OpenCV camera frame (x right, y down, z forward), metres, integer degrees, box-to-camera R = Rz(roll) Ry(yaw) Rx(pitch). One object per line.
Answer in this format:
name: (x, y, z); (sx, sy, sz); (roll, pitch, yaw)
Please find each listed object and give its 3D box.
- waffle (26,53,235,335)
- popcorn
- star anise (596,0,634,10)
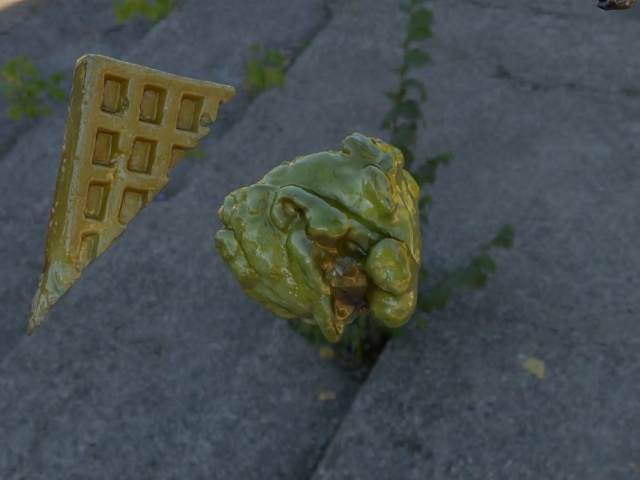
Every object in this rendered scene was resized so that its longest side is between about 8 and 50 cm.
waffle: (-0.126, -0.024, 0.740); (0.125, 0.191, 0.032); (8, 1, -35)
popcorn: (0.000, 0.000, 1.354); (0.250, 0.235, 0.241); (-9, 29, 15)
star anise: (0.362, -0.396, 1.154); (0.148, 0.237, 0.346); (12, 78, 30)
